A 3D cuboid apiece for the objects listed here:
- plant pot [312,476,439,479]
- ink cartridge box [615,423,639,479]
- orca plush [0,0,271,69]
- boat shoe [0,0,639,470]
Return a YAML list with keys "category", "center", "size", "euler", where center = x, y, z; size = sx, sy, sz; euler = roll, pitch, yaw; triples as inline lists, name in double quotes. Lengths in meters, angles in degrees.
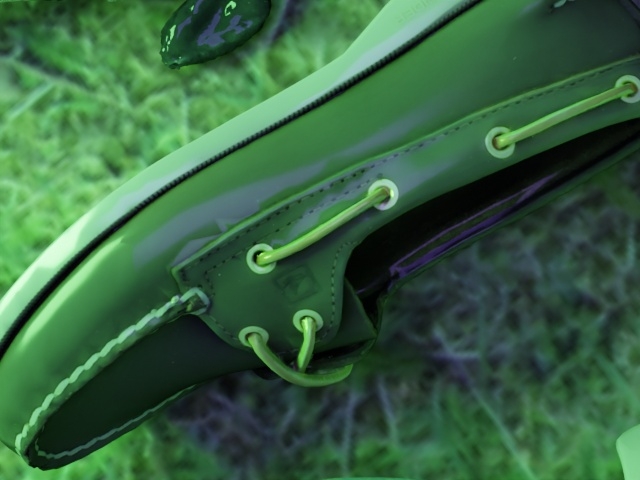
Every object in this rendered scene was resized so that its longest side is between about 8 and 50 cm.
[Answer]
- category: "plant pot"
  center: [0.025, 0.244, 0.661]
  size: [0.290, 0.290, 0.195]
  euler: [15, 122, 15]
- category: "ink cartridge box"
  center: [0.243, -0.006, 0.642]
  size: [0.353, 0.207, 0.119]
  euler: [-24, 107, 11]
- category: "orca plush"
  center: [-0.095, -0.146, 0.840]
  size: [0.287, 0.102, 0.151]
  euler: [-29, 121, 18]
- category: "boat shoe"
  center: [-0.001, -0.001, 0.765]
  size: [0.305, 0.109, 0.091]
  euler: [-36, 70, 2]
